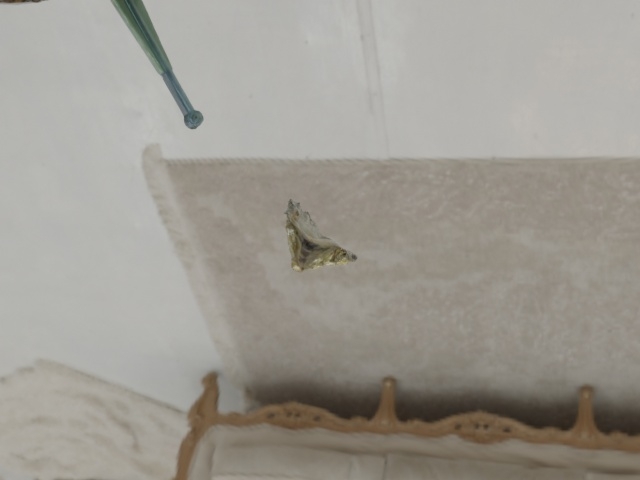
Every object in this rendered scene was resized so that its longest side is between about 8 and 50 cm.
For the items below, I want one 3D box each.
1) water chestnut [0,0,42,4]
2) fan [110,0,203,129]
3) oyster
[{"bbox_3d":[-0.244,-0.311,0.640,0.244,0.289,0.289,13,145,39],"label":"water chestnut"},{"bbox_3d":[-0.161,-0.192,0.809,0.193,0.038,0.016,61,152,-7],"label":"fan"},{"bbox_3d":[0.000,0.000,0.906,0.122,0.146,0.045,21,105,-35],"label":"oyster"}]
